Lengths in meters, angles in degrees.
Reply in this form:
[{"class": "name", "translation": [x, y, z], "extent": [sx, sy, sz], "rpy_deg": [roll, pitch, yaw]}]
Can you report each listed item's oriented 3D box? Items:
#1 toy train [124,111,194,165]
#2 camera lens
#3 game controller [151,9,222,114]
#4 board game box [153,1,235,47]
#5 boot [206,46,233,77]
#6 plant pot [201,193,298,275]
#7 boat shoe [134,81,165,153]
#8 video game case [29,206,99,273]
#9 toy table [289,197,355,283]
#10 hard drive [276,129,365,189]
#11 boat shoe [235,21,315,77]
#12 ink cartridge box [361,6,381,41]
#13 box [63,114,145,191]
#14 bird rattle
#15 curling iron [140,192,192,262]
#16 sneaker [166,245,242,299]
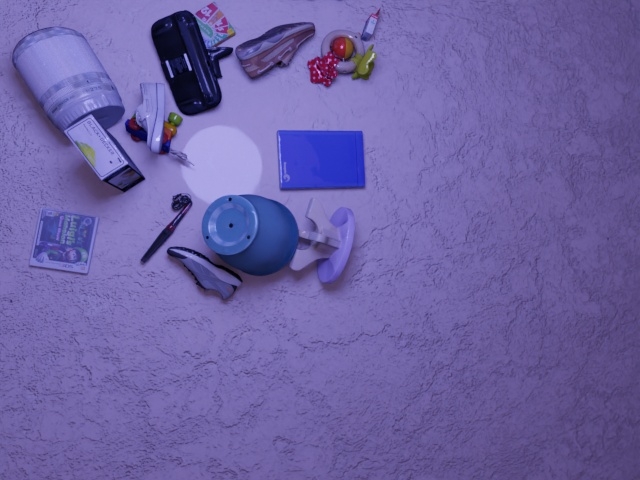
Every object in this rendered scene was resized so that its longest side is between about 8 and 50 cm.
[{"class": "toy train", "translation": [-0.506, -0.365, 1.445], "extent": [0.248, 0.105, 0.143], "rpy_deg": [28, 70, -12]}, {"class": "camera lens", "translation": [-0.765, -0.482, 1.316], "extent": [0.219, 0.219, 0.274], "rpy_deg": [-32, 97, -11]}, {"class": "game controller", "translation": [-0.451, -0.591, 1.443], "extent": [0.167, 0.067, 0.319], "rpy_deg": [-14, 102, 19]}, {"class": "board game box", "translation": [-0.437, -0.706, 1.491], "extent": [0.259, 0.039, 0.124], "rpy_deg": [-37, 98, -8]}, {"class": "boot", "translation": [-0.358, -0.618, 1.492], "extent": [0.121, 0.045, 0.099], "rpy_deg": [-10, 109, -17]}, {"class": "plant pot", "translation": [-0.237, -0.031, 1.369], "extent": [0.272, 0.255, 0.271], "rpy_deg": [-2, 81, 15]}, {"class": "boat shoe", "translation": [-0.531, -0.387, 1.335], "extent": [0.088, 0.096, 0.267], "rpy_deg": [2, 67, -20]}, {"class": "video game case", "translation": [-0.831, 0.001, 1.398], "extent": [0.173, 0.022, 0.190], "rpy_deg": [10, 87, -13]}, {"class": "toy table", "translation": [0.000, 0.000, 1.493], "extent": [0.161, 0.252, 0.274], "rpy_deg": [17, 78, -28]}, {"class": "hard drive", "translation": [0.004, -0.298, 1.586], "extent": [0.319, 0.040, 0.210], "rpy_deg": [-3, 91, -13]}, {"class": "boat shoe", "translation": [-0.151, -0.681, 1.527], "extent": [0.324, 0.123, 0.116], "rpy_deg": [-34, 131, -20]}, {"class": "ink cartridge box", "translation": [0.189, -0.819, 1.621], "extent": [0.029, 0.063, 0.115], "rpy_deg": [19, 85, -15]}, {"class": "box", "translation": [-0.642, -0.253, 1.307], "extent": [0.087, 0.290, 0.169], "rpy_deg": [-36, 98, -11]}, {"class": "bird rattle", "translation": [0.076, -0.675, 1.589], "extent": [0.254, 0.143, 0.206], "rpy_deg": [-5, 79, 0]}, {"class": "curling iron", "translation": [-0.527, -0.045, 1.463], "extent": [0.068, 0.035, 0.274], "rpy_deg": [31, 82, -7]}, {"class": "sneaker", "translation": [-0.403, 0.107, 1.460], "extent": [0.272, 0.100, 0.108], "rpy_deg": [33, 88, -11]}]
